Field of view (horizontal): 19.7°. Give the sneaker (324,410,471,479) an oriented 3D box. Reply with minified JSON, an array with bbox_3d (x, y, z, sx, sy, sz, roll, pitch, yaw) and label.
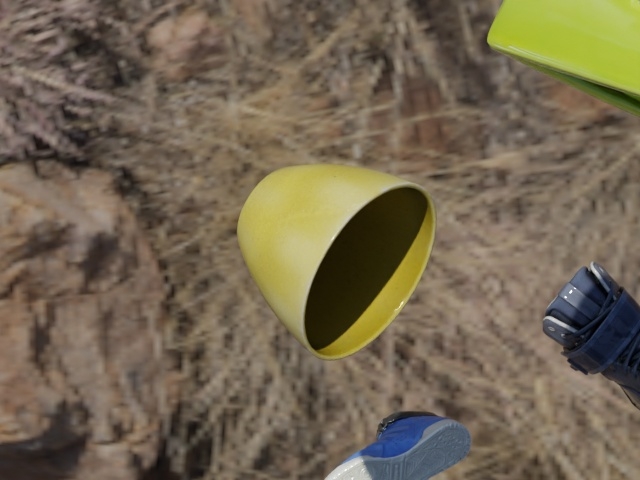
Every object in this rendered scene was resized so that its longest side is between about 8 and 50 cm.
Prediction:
[{"bbox_3d":[0.062,0.208,1.745,0.152,0.084,0.058,-28,103,-13],"label":"sneaker"}]

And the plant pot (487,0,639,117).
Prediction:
[{"bbox_3d":[0.279,-0.160,1.137,0.228,0.227,0.207,18,94,-46],"label":"plant pot"}]

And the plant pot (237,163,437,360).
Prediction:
[{"bbox_3d":[0.000,0.000,1.254,0.134,0.095,0.134,-36,144,-32],"label":"plant pot"}]

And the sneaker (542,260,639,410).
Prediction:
[{"bbox_3d":[0.284,0.100,1.653,0.163,0.226,0.086,44,84,-9],"label":"sneaker"}]
